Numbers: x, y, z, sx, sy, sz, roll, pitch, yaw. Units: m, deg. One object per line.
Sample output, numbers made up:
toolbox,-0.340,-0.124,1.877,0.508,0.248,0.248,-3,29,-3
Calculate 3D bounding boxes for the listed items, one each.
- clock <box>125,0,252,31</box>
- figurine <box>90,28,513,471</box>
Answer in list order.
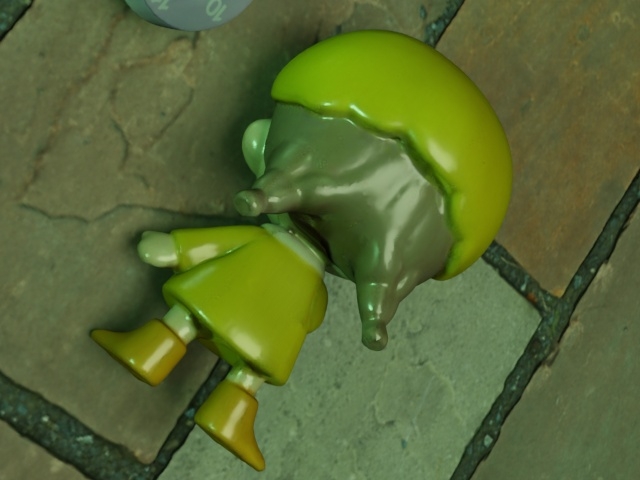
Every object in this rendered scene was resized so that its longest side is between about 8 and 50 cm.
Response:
clock,-0.108,-0.255,0.955,0.198,0.064,0.172,44,75,-38
figurine,0.000,0.000,1.051,0.215,0.187,0.343,42,82,-25
